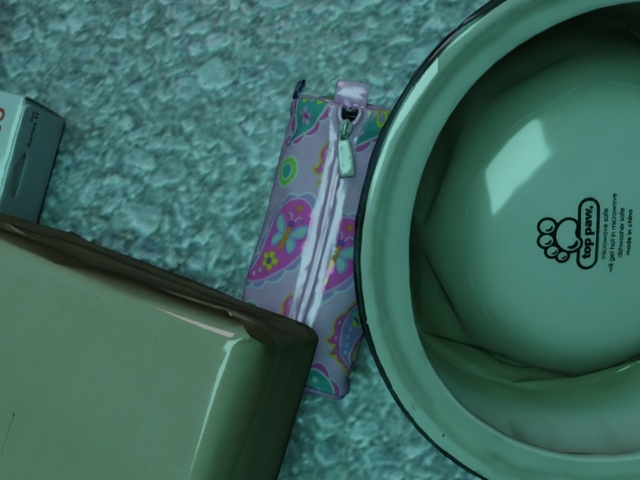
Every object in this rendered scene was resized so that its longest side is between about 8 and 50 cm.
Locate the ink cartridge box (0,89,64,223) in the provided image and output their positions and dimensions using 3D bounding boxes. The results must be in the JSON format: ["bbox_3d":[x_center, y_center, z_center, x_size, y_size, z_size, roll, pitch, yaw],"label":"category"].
[{"bbox_3d":[-0.392,-0.088,0.720,0.208,0.087,0.153,15,88,8],"label":"ink cartridge box"}]

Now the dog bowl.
[{"bbox_3d":[0.218,-0.010,0.560,0.408,0.150,0.408,-1,104,-6],"label":"dog bowl"}]

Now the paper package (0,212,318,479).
[{"bbox_3d":[-0.193,0.172,0.558,0.309,0.168,0.324,18,90,23],"label":"paper package"}]

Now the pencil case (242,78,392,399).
[{"bbox_3d":[0.000,0.000,0.653,0.124,0.124,0.284,14,89,7],"label":"pencil case"}]
